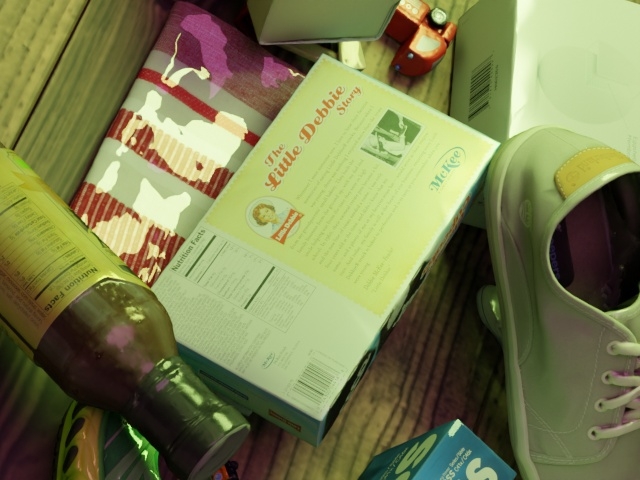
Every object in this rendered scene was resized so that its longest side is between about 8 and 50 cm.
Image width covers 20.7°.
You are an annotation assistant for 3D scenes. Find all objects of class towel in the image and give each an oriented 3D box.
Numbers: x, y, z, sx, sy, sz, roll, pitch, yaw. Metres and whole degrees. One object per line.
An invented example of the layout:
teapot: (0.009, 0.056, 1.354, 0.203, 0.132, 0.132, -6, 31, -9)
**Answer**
towel: (-0.091, -0.035, 1.581, 0.237, 0.037, 0.329, 30, 63, -12)

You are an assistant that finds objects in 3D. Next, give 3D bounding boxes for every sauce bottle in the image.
sauce bottle: (-0.197, 0.055, 1.405, 0.111, 0.111, 0.344, -36, 73, -30)

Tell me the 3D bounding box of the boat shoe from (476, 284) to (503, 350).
boat shoe: (0.183, 0.085, 1.667, 0.035, 0.035, 0.100, -20, 82, -29)

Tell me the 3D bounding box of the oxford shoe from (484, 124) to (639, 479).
oxford shoe: (0.255, 0.115, 1.564, 0.169, 0.130, 0.449, -24, 110, -30)

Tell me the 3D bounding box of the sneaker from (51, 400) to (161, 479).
sneaker: (-0.154, 0.262, 1.404, 0.123, 0.109, 0.295, 8, 69, -18)

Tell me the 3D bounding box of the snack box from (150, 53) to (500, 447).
snack box: (0.000, 0.000, 1.522, 0.187, 0.060, 0.322, 29, 63, 12)

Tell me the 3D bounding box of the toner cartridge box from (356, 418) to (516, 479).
toner cartridge box: (0.010, 0.308, 1.434, 0.075, 0.165, 0.348, 43, 60, -5)

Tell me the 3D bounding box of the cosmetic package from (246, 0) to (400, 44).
cosmetic package: (-0.021, -0.343, 1.621, 0.129, 0.153, 0.296, -6, 61, -23)

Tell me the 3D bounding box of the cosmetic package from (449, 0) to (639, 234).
cosmetic package: (0.253, -0.116, 1.711, 0.224, 0.138, 0.224, 14, 67, -19)

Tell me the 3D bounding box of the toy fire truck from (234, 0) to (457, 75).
toy fire truck: (0.027, -0.206, 1.690, 0.192, 0.047, 0.135, 35, 61, -10)

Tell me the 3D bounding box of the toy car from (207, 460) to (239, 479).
toy car: (-0.075, 0.237, 1.484, 0.040, 0.060, 0.122, -22, 74, 2)
